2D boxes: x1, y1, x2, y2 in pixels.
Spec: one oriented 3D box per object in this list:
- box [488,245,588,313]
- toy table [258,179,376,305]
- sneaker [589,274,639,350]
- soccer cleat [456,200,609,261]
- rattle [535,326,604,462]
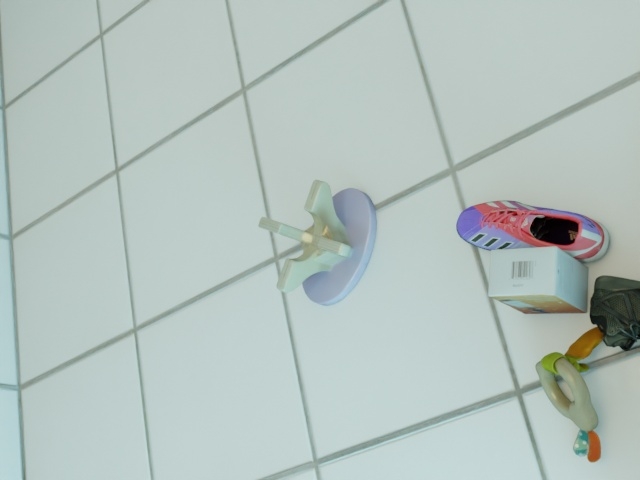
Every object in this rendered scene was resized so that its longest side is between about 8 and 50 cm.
[{"bbox_3d":[0.407,0.077,1.659,0.130,0.170,0.091,-5,72,36],"label":"box"},{"bbox_3d":[0.000,0.000,2.000,0.252,0.161,0.274,4,80,38],"label":"toy table"},{"bbox_3d":[0.573,0.138,1.557,0.227,0.087,0.130,6,68,41],"label":"sneaker"},{"bbox_3d":[0.393,-0.028,1.736,0.318,0.116,0.109,12,84,39],"label":"soccer cleat"},{"bbox_3d":[0.492,0.281,1.625,0.200,0.142,0.130,58,146,17],"label":"rattle"}]
